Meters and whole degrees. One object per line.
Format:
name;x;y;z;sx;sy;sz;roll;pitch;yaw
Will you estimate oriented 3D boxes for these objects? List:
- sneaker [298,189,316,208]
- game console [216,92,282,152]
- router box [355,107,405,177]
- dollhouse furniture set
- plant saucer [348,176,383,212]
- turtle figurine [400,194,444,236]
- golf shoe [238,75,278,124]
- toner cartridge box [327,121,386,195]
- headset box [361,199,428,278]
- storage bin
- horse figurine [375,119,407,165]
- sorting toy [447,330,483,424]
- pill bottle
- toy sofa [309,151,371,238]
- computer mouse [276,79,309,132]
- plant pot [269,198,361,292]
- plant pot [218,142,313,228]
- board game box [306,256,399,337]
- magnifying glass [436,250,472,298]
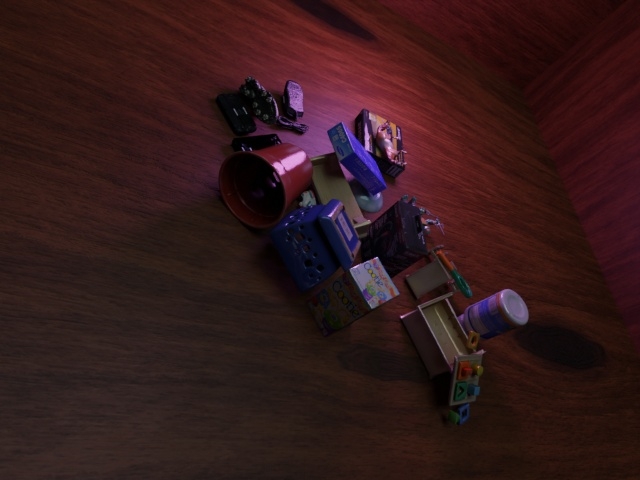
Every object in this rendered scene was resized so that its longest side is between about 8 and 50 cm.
sneaker;-0.048;-0.123;1.672;0.075;0.057;0.161;-10;68;-21
game console;-0.289;-0.452;1.719;0.213;0.044;0.361;-19;74;-43
router box;0.296;-0.488;2.125;0.243;0.081;0.309;19;52;-24
dollhouse furniture set;0.491;0.153;1.837;0.242;0.161;0.212;-2;61;-61
plant saucer;0.216;-0.218;1.924;0.195;0.037;0.195;17;53;-25
turtle figurine;0.465;-0.106;1.967;0.175;0.118;0.234;28;26;-57
golf shoe;-0.230;-0.575;1.771;0.120;0.105;0.273;19;34;-56
toner cartridge box;0.159;-0.330;1.770;0.348;0.075;0.165;32;34;-55
headset box;0.285;0.002;1.650;0.110;0.293;0.218;16;53;-26
storage bin;0.485;0.366;1.670;0.260;0.123;0.262;-12;69;-39
horse figurine;0.330;-0.453;2.026;0.174;0.066;0.263;-8;69;-45
sorting toy;0.537;0.504;1.538;0.196;0.047;0.348;8;90;-41
pill bottle;0.689;0.319;1.740;0.152;0.272;0.152;18;52;-24
toy sofa;0.056;-0.160;1.719;0.150;0.177;0.363;-16;70;-15
computer mouse;-0.154;-0.605;1.905;0.184;0.060;0.262;2;72;-39
plant pot;0.000;0.000;1.426;0.236;0.212;0.236;63;24;-13
plant pot;-0.171;-0.218;1.514;0.272;0.272;0.265;47;38;0
board game box;0.099;0.192;1.406;0.142;0.275;0.144;-18;73;-41
magnifying glass;0.548;0.139;1.737;0.231;0.026;0.092;54;25;-7
